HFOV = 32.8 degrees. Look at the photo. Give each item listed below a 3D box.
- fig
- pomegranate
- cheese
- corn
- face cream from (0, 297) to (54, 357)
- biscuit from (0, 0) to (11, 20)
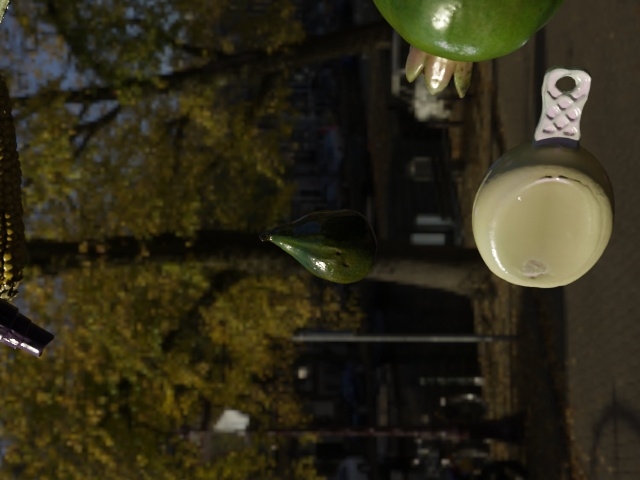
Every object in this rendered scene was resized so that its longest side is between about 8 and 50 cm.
[{"bbox_3d":[0.000,0.000,1.586,0.117,0.177,0.117,-34,49,51],"label":"fig"},{"bbox_3d":[0.126,-0.225,0.967,0.225,0.187,0.187,99,172,-50],"label":"pomegranate"},{"bbox_3d":[0.219,-0.061,1.038,0.064,0.137,0.227,-88,1,-59],"label":"cheese"},{"bbox_3d":[-0.432,-0.068,1.380,0.115,0.115,0.318,-94,6,-72],"label":"corn"},{"bbox_3d":[-0.405,0.046,1.140,0.078,0.273,0.078,-48,21,25],"label":"face cream"},{"bbox_3d":[-0.502,-0.319,1.592,0.252,0.052,0.150,-52,33,29],"label":"biscuit"}]
